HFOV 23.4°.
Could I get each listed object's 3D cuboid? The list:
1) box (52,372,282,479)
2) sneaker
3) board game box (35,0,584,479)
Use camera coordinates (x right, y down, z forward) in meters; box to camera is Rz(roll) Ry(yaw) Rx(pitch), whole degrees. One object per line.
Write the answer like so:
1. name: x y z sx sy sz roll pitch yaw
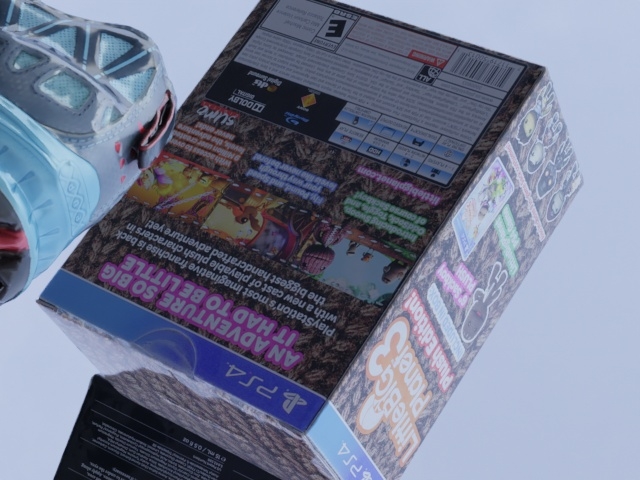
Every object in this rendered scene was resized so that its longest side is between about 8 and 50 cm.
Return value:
1. box: -0.087 0.237 1.245 0.261 0.103 0.184 25 -84 12
2. sneaker: -0.160 -0.069 0.555 0.262 0.104 0.125 31 -131 26
3. board game box: 0.000 0.000 1.044 0.232 0.141 0.291 23 -111 33
